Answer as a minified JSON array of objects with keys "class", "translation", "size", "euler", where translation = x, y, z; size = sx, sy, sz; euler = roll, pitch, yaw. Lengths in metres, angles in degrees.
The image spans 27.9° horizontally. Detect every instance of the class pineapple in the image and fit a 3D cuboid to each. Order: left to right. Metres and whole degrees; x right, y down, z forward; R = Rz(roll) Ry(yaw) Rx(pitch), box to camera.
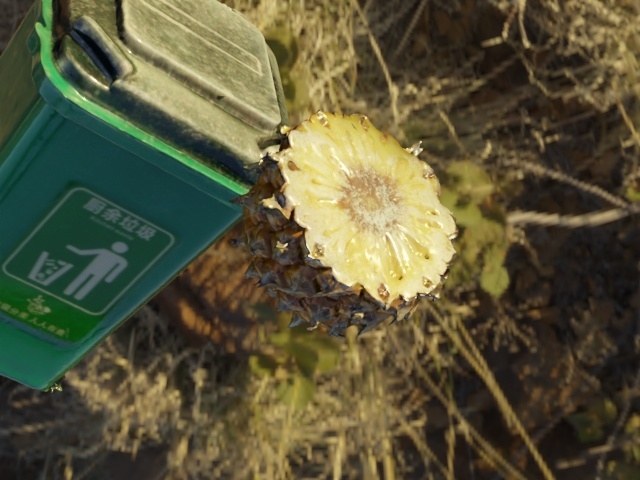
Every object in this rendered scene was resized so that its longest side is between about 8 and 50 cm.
[{"class":"pineapple","translation":[0.000,0.003,0.959],"size":[0.137,0.176,0.161],"euler":[-37,77,42]}]

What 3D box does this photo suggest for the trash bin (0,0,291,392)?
[{"class":"trash bin","translation":[-0.227,-0.072,1.192],"size":[0.259,0.295,0.381],"euler":[30,119,-31]}]
